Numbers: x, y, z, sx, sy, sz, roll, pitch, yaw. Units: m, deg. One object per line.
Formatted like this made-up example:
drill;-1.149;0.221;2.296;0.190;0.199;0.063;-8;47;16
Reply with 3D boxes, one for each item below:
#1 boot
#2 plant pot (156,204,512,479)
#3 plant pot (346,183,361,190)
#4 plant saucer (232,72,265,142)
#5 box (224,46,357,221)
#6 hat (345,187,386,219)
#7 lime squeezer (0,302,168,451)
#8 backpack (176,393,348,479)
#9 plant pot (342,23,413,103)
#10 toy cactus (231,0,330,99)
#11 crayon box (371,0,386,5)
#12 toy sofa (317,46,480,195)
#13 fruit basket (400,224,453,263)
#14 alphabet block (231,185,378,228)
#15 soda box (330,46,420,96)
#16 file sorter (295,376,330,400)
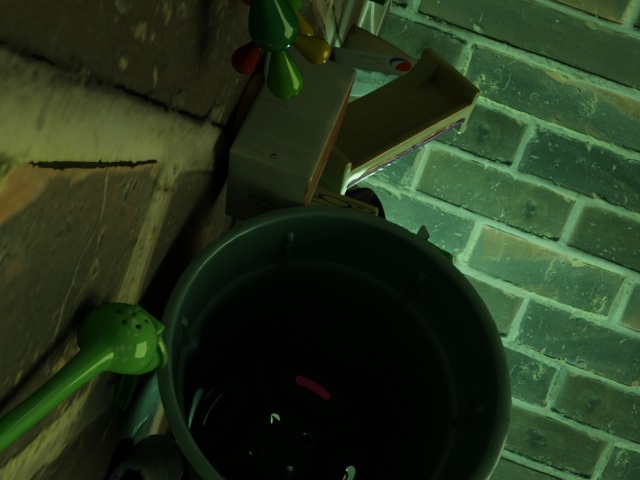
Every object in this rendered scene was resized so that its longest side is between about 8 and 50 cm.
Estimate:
boot;-0.236;0.364;0.782;0.123;0.095;0.258;19;83;-82
plant pot;-0.018;0.191;0.761;0.334;0.341;0.341;115;-3;-55
plant pot;0.000;0.000;1.534;0.191;0.284;0.284;-31;-158;33
plant saucer;-0.079;-0.148;0.759;0.083;0.013;0.083;21;90;-88
box;-0.035;-0.112;0.768;0.130;0.091;0.170;108;3;-60
hat;0.051;-0.032;1.330;0.134;0.331;0.331;-33;-160;33
lime squeezer;-0.157;0.102;0.511;0.310;0.059;0.109;104;6;-82
backpack;-0.157;0.447;1.050;0.273;0.290;0.355;-61;174;17
plant pot;0.168;-0.367;1.659;0.256;0.274;0.256;21;90;-88
toy cactus;-0.033;-0.211;0.473;0.180;0.112;0.218;-29;146;-58
crayon box;0.134;-0.593;1.137;0.323;0.083;0.203;105;6;-69
toy sofa;0.116;-0.202;1.266;0.363;0.150;0.177;-32;156;-27
fruit basket;0.103;0.168;1.112;0.327;0.166;0.352;-66;179;-72
alphabet block;-0.034;0.018;1.041;0.192;0.197;0.193;-63;173;-73
soda box;0.127;-0.347;1.410;0.073;0.216;0.069;107;-17;-49
file sorter;-0.040;0.192;1.403;0.182;0.291;0.202;-75;-176;-77
